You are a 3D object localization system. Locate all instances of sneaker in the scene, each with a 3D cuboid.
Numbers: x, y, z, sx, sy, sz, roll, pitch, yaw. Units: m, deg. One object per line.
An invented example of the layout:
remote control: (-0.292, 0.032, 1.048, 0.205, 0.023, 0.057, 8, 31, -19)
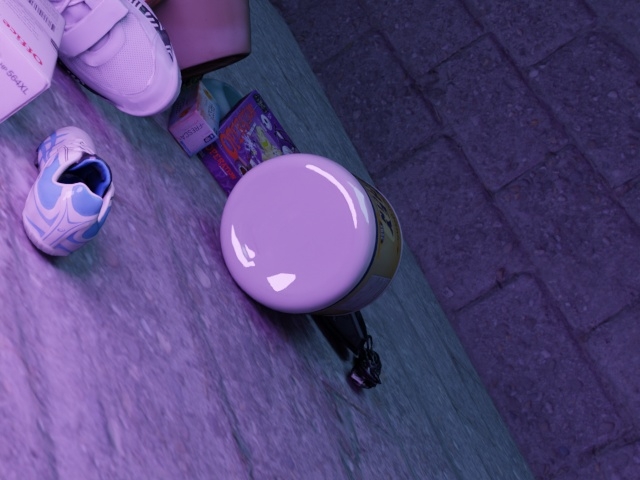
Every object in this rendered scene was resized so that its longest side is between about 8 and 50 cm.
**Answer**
sneaker: (-0.322, -0.289, 1.259, 0.366, 0.137, 0.210, 50, 11, -8)
sneaker: (-0.242, -0.062, 1.053, 0.085, 0.086, 0.237, 50, 10, -25)

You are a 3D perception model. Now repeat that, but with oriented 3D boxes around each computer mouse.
computer mouse: (0.027, 0.127, 1.812, 0.188, 0.072, 0.272, -28, 97, -82)

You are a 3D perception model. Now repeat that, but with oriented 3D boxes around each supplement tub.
supplement tub: (0.000, 0.000, 1.594, 0.228, 0.228, 0.316, 59, 10, 12)

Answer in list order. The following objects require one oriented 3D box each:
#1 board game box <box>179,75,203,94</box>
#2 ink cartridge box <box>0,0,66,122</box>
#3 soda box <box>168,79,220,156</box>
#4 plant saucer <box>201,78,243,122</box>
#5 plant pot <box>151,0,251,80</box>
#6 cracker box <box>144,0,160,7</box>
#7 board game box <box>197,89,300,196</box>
board game box: (-0.210, -0.384, 1.813, 0.030, 0.260, 0.136, -2, 52, -37)
ink cartridge box: (-0.345, -0.224, 1.065, 0.148, 0.086, 0.203, 51, 12, -27)
soda box: (-0.208, -0.205, 1.738, 0.063, 0.058, 0.183, 53, 11, -21)
plant saucer: (-0.139, -0.203, 2.110, 0.317, 0.043, 0.317, 54, 11, -15)
plant pot: (-0.238, -0.394, 1.617, 0.323, 0.323, 0.280, -52, 125, -80)
cracker box: (-0.337, -0.392, 1.432, 0.232, 0.156, 0.067, 55, 10, -4)
board game box: (-0.110, -0.142, 1.898, 0.208, 0.056, 0.347, 50, 20, -12)
